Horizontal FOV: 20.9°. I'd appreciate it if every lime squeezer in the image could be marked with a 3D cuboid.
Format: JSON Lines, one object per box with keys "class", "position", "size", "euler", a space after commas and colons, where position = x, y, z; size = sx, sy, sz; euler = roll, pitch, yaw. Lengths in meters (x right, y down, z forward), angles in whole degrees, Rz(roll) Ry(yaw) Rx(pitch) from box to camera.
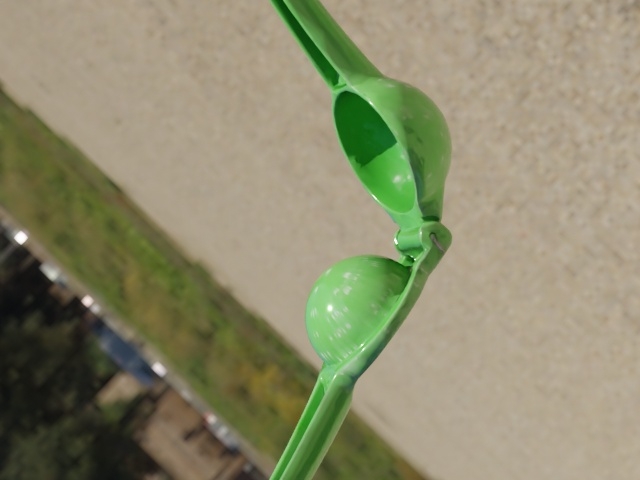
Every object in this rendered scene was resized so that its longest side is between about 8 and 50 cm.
{"class": "lime squeezer", "position": [0.000, 0.000, 0.655], "size": [0.110, 0.310, 0.059], "euler": [4, 175, -35]}
